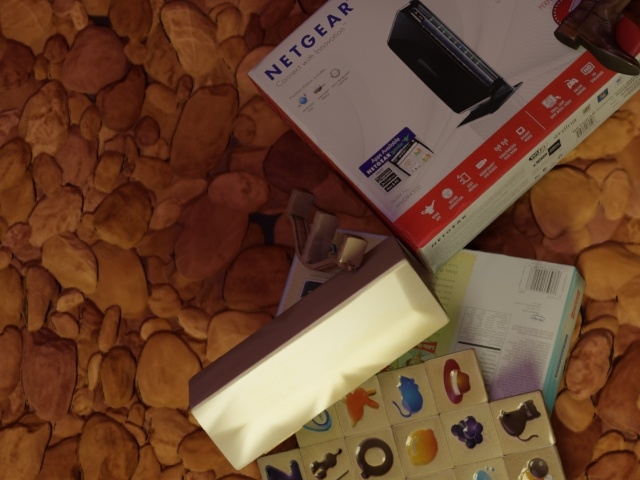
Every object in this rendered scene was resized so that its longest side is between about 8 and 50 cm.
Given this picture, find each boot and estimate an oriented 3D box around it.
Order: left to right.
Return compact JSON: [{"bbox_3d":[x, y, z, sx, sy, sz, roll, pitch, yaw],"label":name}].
[{"bbox_3d":[0.314,-0.237,1.785,0.106,0.037,0.114,33,76,21],"label":"boot"}]

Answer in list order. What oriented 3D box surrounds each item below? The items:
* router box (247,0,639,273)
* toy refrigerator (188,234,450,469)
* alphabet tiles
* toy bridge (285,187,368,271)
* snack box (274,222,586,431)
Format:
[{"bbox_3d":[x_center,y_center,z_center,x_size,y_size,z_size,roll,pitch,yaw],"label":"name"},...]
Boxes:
[{"bbox_3d":[0.141,-0.182,1.874,0.335,0.082,0.301,-42,65,-3],"label":"router box"},{"bbox_3d":[-0.002,0.118,1.783,0.269,0.102,0.094,-35,104,3],"label":"toy refrigerator"},{"bbox_3d":[0.099,0.275,1.800,0.343,0.011,0.285,-17,88,27],"label":"alphabet tiles"},{"bbox_3d":[0.000,0.000,1.845,0.063,0.026,0.188,-70,24,12],"label":"toy bridge"},{"bbox_3d":[0.107,0.097,1.856,0.322,0.060,0.187,10,72,25],"label":"snack box"}]
